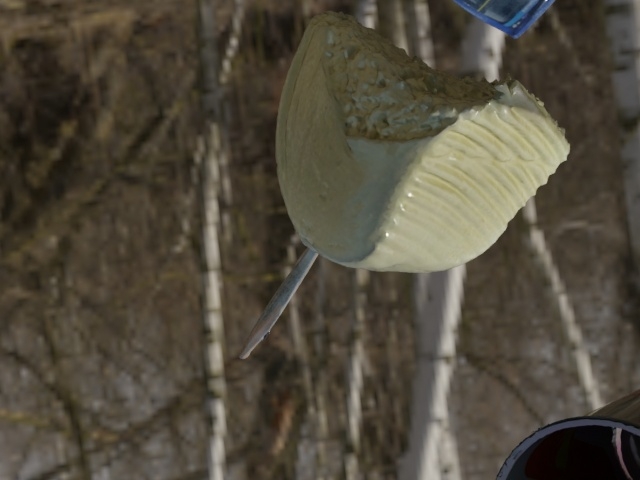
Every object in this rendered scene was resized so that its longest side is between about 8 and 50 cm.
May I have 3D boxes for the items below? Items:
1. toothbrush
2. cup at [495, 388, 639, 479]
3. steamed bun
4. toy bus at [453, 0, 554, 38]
[{"bbox_3d":[0.000,0.000,2.059,0.037,0.375,0.028,32,-166,-3],"label":"toothbrush"},{"bbox_3d":[0.284,0.213,1.428,0.203,0.203,0.288,-6,-174,28],"label":"cup"},{"bbox_3d":[0.082,-0.117,1.789,0.290,0.273,0.272,15,-155,-51],"label":"steamed bun"},{"bbox_3d":[0.109,-0.257,1.241,0.094,0.236,0.079,15,130,-29],"label":"toy bus"}]
